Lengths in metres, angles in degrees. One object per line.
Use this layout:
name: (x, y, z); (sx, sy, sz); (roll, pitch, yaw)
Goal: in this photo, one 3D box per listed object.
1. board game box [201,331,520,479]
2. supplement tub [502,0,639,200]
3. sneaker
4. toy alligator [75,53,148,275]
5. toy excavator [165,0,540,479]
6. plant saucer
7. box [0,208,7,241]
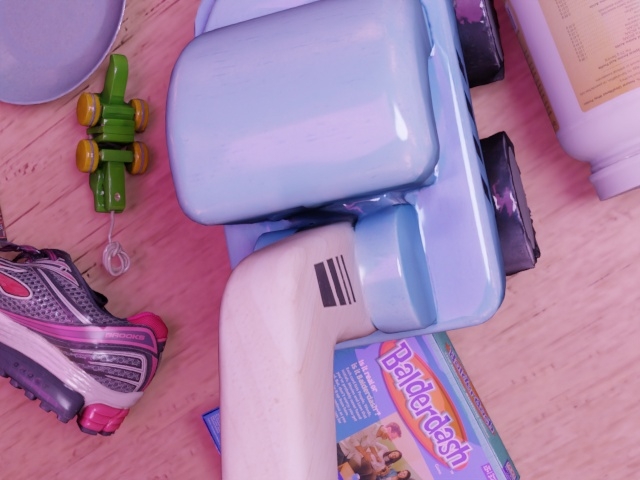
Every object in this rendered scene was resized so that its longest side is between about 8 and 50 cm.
board game box: (0.030, 0.166, 0.777); (0.210, 0.047, 0.160); (-28, 83, 16)
supplement tub: (0.215, -0.141, 0.663); (0.144, 0.144, 0.200); (-22, 86, 16)
sneaker: (-0.271, 0.042, 0.836); (0.299, 0.121, 0.112); (35, 85, 0)
toy alligator: (-0.186, -0.065, 0.837); (0.051, 0.056, 0.190); (4, 93, 57)
toy excavator: (0.000, 0.000, 0.575); (0.222, 0.445, 0.433); (-11, 88, 17)
plant saucer: (-0.249, -0.215, 0.855); (0.194, 0.037, 0.195); (0, 90, 18)
box: (-0.351, -0.055, 0.897); (0.093, 0.027, 0.137); (-13, 88, 16)
